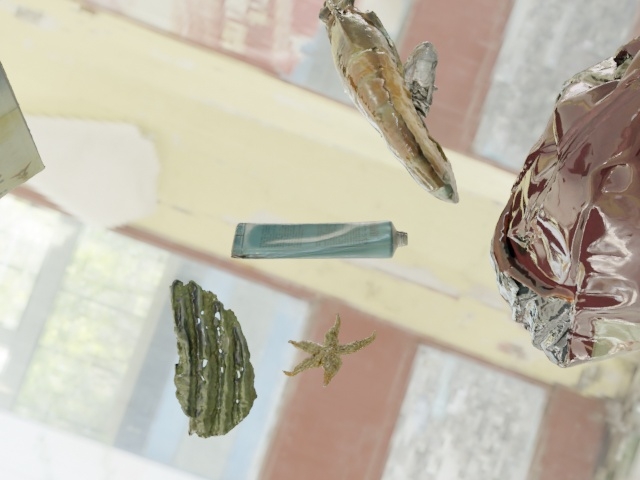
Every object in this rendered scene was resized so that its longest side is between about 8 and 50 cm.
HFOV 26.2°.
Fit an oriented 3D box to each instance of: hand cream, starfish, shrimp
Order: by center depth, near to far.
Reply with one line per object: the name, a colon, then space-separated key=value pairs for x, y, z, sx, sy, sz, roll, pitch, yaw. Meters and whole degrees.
shrimp: x=0.055 y=-0.119 z=1.129 sx=0.052 sy=0.143 sz=0.251 roll=-29 pitch=46 yaw=13
starfish: x=0.009 y=0.099 z=1.205 sx=0.086 sy=0.092 sz=0.016 roll=-121 pitch=15 yaw=-55
shrimp: x=0.105 y=-0.167 z=1.610 sx=0.065 sy=0.057 sz=0.165 roll=-76 pitch=0 yaw=-47
hand cream: x=0.000 y=0.000 z=1.764 sx=0.083 sy=0.224 sz=0.048 roll=-84 pitch=-7 yaw=-57

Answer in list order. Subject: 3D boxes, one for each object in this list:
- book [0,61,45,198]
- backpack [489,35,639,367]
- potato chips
book: x=-0.311 y=-0.062 z=1.004 sx=0.201 sy=0.026 sz=0.289 roll=-34 pitch=-15 yaw=-11
backpack: x=0.254 y=-0.053 z=1.001 sx=0.197 sy=0.283 sz=0.317 roll=62 pitch=177 yaw=30
potato chips: x=-0.119 y=0.129 z=1.522 sx=0.028 sy=0.092 sz=0.207 roll=-119 pitch=23 yaw=-64
